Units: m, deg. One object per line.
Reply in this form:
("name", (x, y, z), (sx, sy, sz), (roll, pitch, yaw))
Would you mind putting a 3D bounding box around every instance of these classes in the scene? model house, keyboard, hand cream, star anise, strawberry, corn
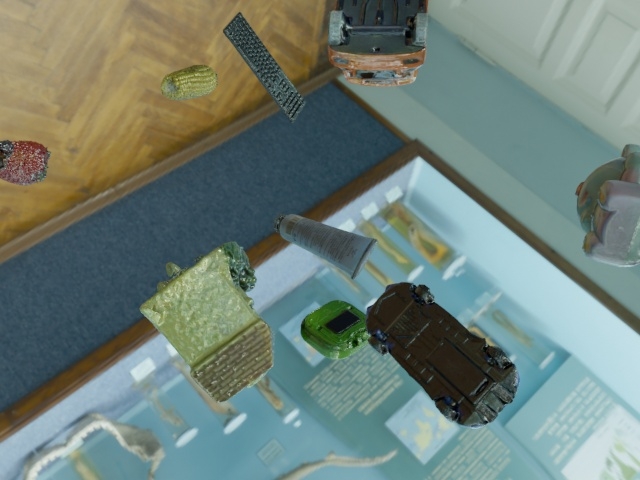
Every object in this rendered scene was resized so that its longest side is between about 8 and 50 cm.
("model house", (-0.201, 0.185, 1.405), (0.261, 0.266, 0.321), (-37, 171, -9))
("keyboard", (-0.096, -0.306, 1.151), (0.204, 0.013, 0.061), (50, 49, -29))
("hand cream", (0.000, 0.000, 1.279), (0.088, 0.256, 0.055), (-57, 135, -11))
("star anise", (-0.765, -0.199, 1.505), (0.097, 0.191, 0.070), (-11, 119, -9))
("strawberry", (-0.810, -0.212, 1.738), (0.148, 0.131, 0.131), (12, 129, -19))
("corn", (-0.424, -0.520, 2.128), (0.115, 0.115, 0.318), (-56, -178, 23))

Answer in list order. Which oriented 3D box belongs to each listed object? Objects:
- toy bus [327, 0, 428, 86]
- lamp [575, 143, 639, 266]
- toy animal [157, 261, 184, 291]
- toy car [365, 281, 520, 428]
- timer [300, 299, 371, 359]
("toy bus", (0.097, -0.351, 0.994), (0.153, 0.142, 0.329), (83, 12, -53))
("lamp", (0.693, -0.067, 1.421), (0.301, 0.247, 0.247), (-49, 146, -63))
("toy animal", (-0.361, 0.167, 1.769), (0.101, 0.219, 0.103), (-10, 159, -49))
("toy car", (0.142, 0.135, 0.784), (0.103, 0.216, 0.063), (-47, 141, -1))
("timer", (0.037, 0.180, 1.329), (0.140, 0.128, 0.047), (-26, 135, -37))
